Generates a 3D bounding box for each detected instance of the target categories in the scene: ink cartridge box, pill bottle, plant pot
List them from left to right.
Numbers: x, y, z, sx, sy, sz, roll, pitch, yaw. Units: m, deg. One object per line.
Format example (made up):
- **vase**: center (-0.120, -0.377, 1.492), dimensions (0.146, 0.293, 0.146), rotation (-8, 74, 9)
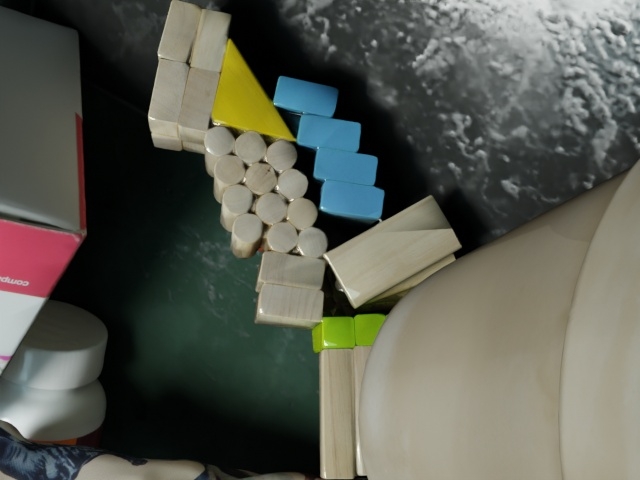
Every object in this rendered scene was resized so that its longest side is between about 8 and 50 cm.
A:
- **ink cartridge box**: center (-0.293, -0.002, 0.959), dimensions (0.306, 0.131, 0.226), rotation (-51, 37, 35)
- **pill bottle**: center (-0.248, 0.169, 1.074), dimensions (0.121, 0.121, 0.221), rotation (23, 111, 23)
- **plant pot**: center (0.179, 0.100, 0.687), dimensions (0.280, 0.323, 0.323), rotation (-10, 106, 53)

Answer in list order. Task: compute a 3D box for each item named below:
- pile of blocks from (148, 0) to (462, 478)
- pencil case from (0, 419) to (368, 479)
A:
- **pile of blocks**: center (0.000, 0.000, 0.875), dimensions (0.362, 0.149, 0.112), rotation (63, 172, 4)
- **pencil case**: center (-0.065, 0.227, 0.901), dimensions (0.410, 0.183, 0.160), rotation (5, 82, 9)
